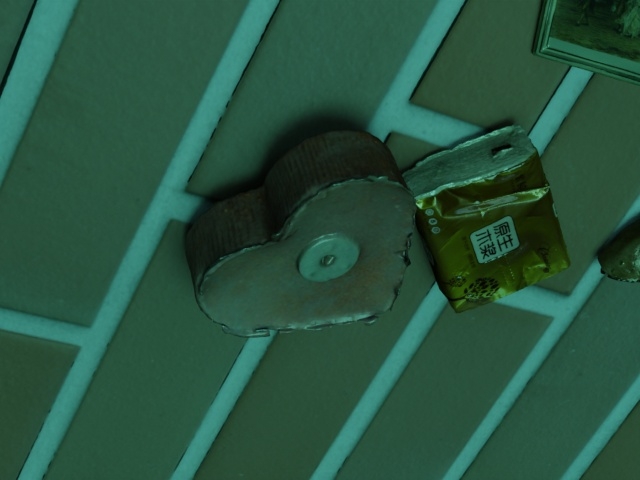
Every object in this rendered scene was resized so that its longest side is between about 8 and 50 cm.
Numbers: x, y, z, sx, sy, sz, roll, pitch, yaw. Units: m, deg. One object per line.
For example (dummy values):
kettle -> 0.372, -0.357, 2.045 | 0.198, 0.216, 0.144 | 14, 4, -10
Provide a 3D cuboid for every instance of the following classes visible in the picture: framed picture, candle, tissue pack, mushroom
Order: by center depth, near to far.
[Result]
framed picture -> 0.400, -0.276, 1.492 | 0.274, 0.017, 0.217 | 19, 129, 18
candle -> 0.000, 0.000, 1.617 | 0.317, 0.131, 0.287 | -37, 135, 23
tissue pack -> 0.224, -0.028, 1.686 | 0.183, 0.092, 0.226 | -24, 131, 0
mushroom -> 0.512, 0.002, 1.810 | 0.210, 0.072, 0.094 | -8, 118, -12
